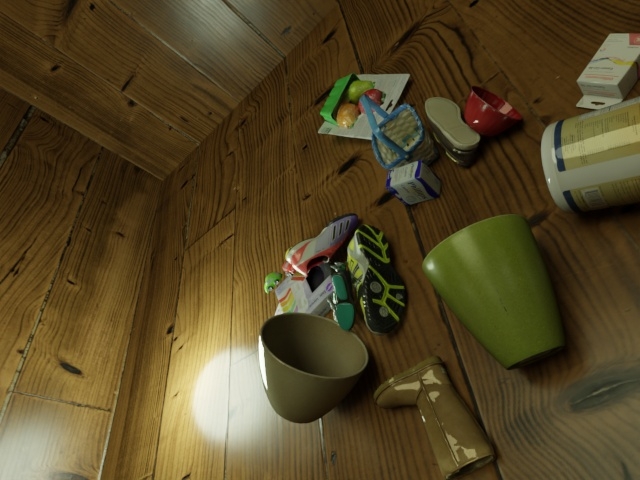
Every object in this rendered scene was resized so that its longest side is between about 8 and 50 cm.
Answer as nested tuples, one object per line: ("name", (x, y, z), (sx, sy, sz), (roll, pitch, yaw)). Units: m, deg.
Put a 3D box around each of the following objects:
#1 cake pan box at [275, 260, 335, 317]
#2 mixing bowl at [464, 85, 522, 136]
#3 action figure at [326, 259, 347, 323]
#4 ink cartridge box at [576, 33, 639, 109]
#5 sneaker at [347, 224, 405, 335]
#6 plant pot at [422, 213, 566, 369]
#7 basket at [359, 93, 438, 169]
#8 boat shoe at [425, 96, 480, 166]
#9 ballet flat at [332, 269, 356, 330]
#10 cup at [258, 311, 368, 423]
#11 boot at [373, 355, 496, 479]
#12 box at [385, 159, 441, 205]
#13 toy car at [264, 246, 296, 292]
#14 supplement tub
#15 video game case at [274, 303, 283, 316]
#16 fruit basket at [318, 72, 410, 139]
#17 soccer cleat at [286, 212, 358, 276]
("cake pan box", (-0.040, 0.190, 1.653), (0.267, 0.070, 0.245), (-45, 40, 15))
("mixing bowl", (0.521, -0.391, 1.373), (0.181, 0.182, 0.098), (-102, 33, -44))
("action figure", (0.062, 0.192, 1.471), (0.064, 0.137, 0.232), (3, 100, 19))
("ink cartridge box", (0.784, -0.452, 1.178), (0.198, 0.067, 0.115), (-56, 37, 2))
("sneaker", (0.170, 0.136, 1.425), (0.147, 0.145, 0.384), (120, 154, -48))
("plant pot", (0.425, 0.137, 1.025), (0.275, 0.275, 0.293), (-35, 57, 27))
("basket", (0.260, -0.366, 1.527), (0.201, 0.289, 0.254), (-36, 40, 27))
("boat shoe", (0.436, -0.376, 1.487), (0.117, 0.096, 0.324), (-14, 46, -4))
("ballet flat", (0.083, 0.184, 1.389), (0.074, 0.074, 0.203), (14, 119, 52))
("cup", (-0.045, 0.405, 1.336), (0.331, 0.331, 0.236), (43, 123, 53))
("boot", (0.264, 0.454, 1.093), (0.236, 0.089, 0.269), (-42, 40, 20))
("box", (0.313, -0.190, 1.476), (0.137, 0.126, 0.072), (-15, 52, 43))
("toy car", (-0.160, 0.123, 1.775), (0.225, 0.053, 0.239), (-46, 12, 16))
("supplement tub", (0.687, -0.195, 0.965), (0.316, 0.228, 0.228), (-11, 56, 44))
("video game case", (-0.152, 0.312, 1.707), (0.087, 0.011, 0.122), (-68, 30, 28))
("fruit basket", (0.187, -0.588, 1.928), (0.353, 0.165, 0.327), (20, 80, 37))
("soccer cleat", (0.031, 0.015, 1.620), (0.318, 0.108, 0.116), (-33, 59, -18))
